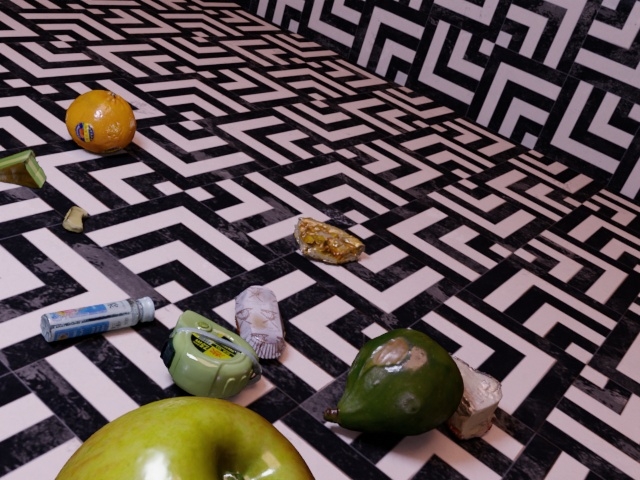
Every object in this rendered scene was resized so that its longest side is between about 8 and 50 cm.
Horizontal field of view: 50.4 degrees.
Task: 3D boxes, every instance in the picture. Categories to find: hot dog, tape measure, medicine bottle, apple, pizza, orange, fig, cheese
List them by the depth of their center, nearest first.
[{"bbox_3d":[-0.147,0.335,0.741,0.340,0.339,0.339,14,29,-8],"label":"apple"},{"bbox_3d":[-0.190,0.204,1.158,0.178,0.087,0.154,24,18,8],"label":"tape measure"},{"bbox_3d":[0.121,0.261,1.182,0.245,0.195,0.195,-34,48,-10],"label":"fig"},{"bbox_3d":[-0.389,0.137,1.200,0.191,0.051,0.051,-7,38,-39],"label":"medicine bottle"},{"bbox_3d":[-0.116,0.159,1.317,0.099,0.053,0.192,5,34,-20],"label":"hot dog"},{"bbox_3d":[-0.525,-0.047,1.462,0.044,0.030,0.083,32,19,-20],"label":"cheese"},{"bbox_3d":[0.000,0.000,1.644,0.182,0.062,0.161,32,33,21],"label":"pizza"},{"bbox_3d":[-0.569,-0.308,1.766,0.178,0.155,0.177,3,27,-1],"label":"orange"}]

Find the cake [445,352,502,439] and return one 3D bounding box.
[{"bbox_3d":[0.256,0.267,1.301,0.117,0.086,0.220,-1,34,-30],"label":"cake"}]

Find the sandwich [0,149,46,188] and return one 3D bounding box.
[{"bbox_3d":[-0.704,-0.147,1.557,0.117,0.074,0.074,-16,32,5],"label":"sandwich"}]
